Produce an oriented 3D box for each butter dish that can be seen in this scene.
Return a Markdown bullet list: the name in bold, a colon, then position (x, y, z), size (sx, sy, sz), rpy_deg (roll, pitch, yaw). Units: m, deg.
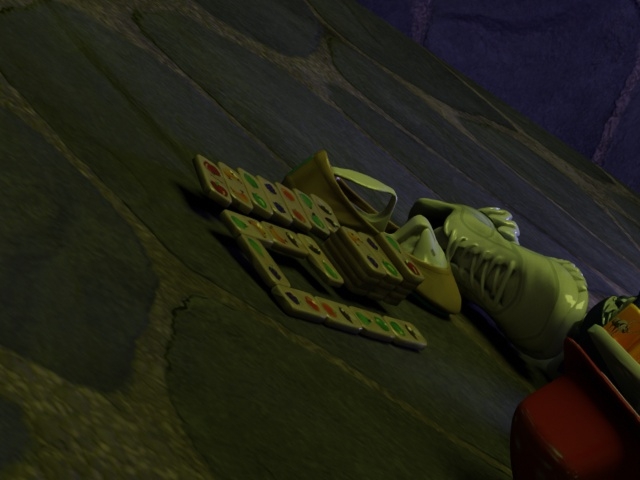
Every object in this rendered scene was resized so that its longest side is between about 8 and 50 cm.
- **butter dish**: position (0.187, 0.184, 1.510), size (0.160, 0.118, 0.160), rpy_deg (-126, -158, -54)

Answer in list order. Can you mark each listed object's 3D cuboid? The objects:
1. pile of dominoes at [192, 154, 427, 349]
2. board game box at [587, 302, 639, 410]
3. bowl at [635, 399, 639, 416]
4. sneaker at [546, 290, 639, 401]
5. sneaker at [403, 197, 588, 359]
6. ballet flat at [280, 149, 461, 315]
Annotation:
- **pile of dominoes**: position (0.000, 0.000, 1.727), size (0.196, 0.040, 0.251), rpy_deg (54, 18, 28)
- **board game box**: position (0.420, 0.264, 1.752), size (0.390, 0.050, 0.390), rpy_deg (47, -3, 36)
- **bowl**: position (0.304, 0.226, 1.709), size (0.170, 0.080, 0.170), rpy_deg (50, -2, 3)
- **sneaker**: position (0.319, 0.109, 1.962), size (0.323, 0.236, 0.130), rpy_deg (-8, 73, -62)
- **sneaker**: position (0.178, 0.034, 2.065), size (0.118, 0.110, 0.292), rpy_deg (23, 10, -28)
- **ballet flat**: position (0.066, -0.007, 1.924), size (0.232, 0.073, 0.080), rpy_deg (33, 15, -24)
